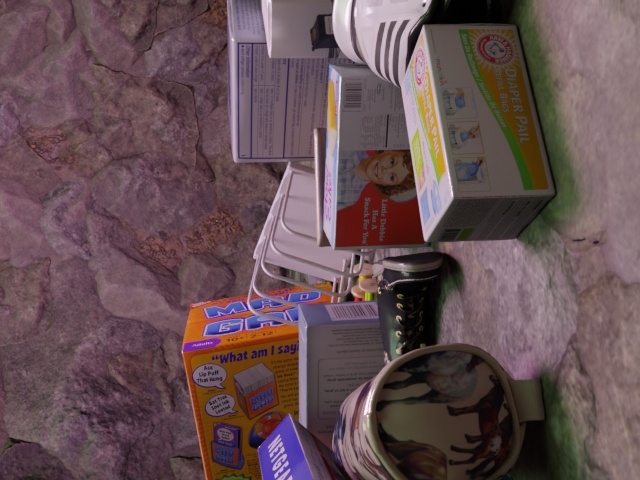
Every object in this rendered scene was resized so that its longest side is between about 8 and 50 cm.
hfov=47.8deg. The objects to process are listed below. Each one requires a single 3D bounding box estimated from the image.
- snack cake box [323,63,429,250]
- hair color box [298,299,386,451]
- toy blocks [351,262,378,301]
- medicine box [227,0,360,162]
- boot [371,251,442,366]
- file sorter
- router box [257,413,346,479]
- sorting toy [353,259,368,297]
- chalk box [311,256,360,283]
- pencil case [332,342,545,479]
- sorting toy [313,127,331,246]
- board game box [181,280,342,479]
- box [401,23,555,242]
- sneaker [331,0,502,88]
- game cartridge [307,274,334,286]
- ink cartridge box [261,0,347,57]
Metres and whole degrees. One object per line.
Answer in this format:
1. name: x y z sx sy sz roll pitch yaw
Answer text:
1. snack cake box: 0.089 -0.122 1.069 0.089 0.152 0.264 -114 24 -64
2. hair color box: 0.058 0.299 1.273 0.113 0.185 0.375 -120 29 -73
3. toy blocks: 0.093 0.137 1.451 0.123 0.054 0.148 -108 18 -64
4. medicine box: -0.020 -0.288 1.305 0.263 0.289 0.149 97 167 -46
5. boot: 0.136 0.110 1.071 0.236 0.085 0.179 145 118 -82
6. file sorter: -0.018 0.026 1.394 0.278 0.192 0.173 116 168 -46
7. router box: 0.053 0.416 1.048 0.082 0.301 0.335 -48 6 -5
8. sorting toy: 0.084 0.085 1.543 0.061 0.042 0.102 99 167 -52
9. chalk box: 0.000 0.000 1.681 0.132 0.213 0.132 -59 -6 -27
10. pencil case: 0.117 0.237 0.889 0.410 0.183 0.160 105 169 -71
11. sorting toy: 0.068 -0.090 1.218 0.038 0.208 0.193 1 95 44
12. board game box: -0.103 0.330 1.663 0.356 0.356 0.356 -123 25 -77
13. box: 0.157 -0.113 0.759 0.114 0.103 0.203 106 160 -66
14. sneaker: 0.140 -0.377 0.810 0.257 0.169 0.448 -126 33 -49
15. game cartridge: 0.008 0.016 2.022 0.230 0.068 0.355 -111 21 -56
16. ink cartridge box: 0.028 -0.368 1.129 0.172 0.237 0.100 -100 12 -47
